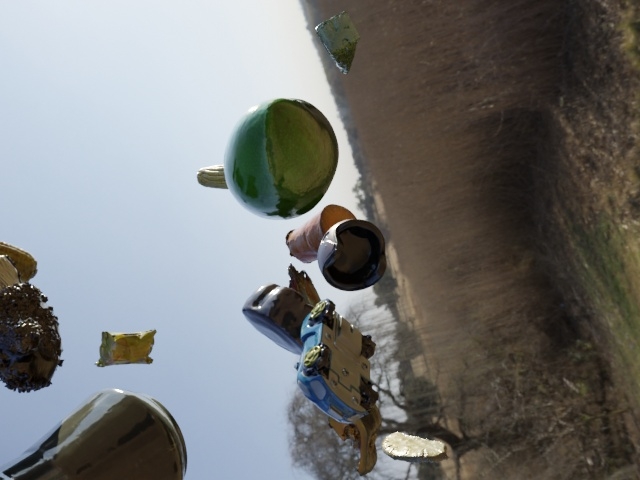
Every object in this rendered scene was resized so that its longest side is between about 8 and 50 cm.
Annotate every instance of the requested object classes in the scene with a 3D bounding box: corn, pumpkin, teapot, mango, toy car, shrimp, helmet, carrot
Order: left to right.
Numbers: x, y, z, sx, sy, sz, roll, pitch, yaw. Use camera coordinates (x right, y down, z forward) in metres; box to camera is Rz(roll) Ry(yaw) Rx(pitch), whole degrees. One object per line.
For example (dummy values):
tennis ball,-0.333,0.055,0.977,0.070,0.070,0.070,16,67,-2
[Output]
corn,-0.938,0.030,1.270,0.363,0.121,0.120,36,-146,-47
teapot,-0.483,0.503,0.919,0.306,0.375,0.362,32,-160,21
corn,-0.257,-0.168,1.260,0.067,0.206,0.067,-6,-82,-46
mango,-0.069,-0.148,0.842,0.201,0.225,0.382,41,178,2
shrimp,-0.067,0.218,1.657,0.062,0.154,0.294,154,99,-71
carrot,0.000,0.000,1.695,0.196,0.254,0.195,19,-121,-34
toy car,0.021,0.295,1.131,0.198,0.166,0.314,41,-154,-19
helmet,0.089,0.041,1.397,0.215,0.189,0.193,-65,15,-1
pumpkin,0.133,0.769,1.910,0.139,0.190,0.280,-7,-76,-60

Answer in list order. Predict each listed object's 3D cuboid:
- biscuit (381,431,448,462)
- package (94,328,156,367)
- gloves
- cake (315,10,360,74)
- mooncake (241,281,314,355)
biscuit,0.276,0.660,1.516,0.290,0.141,0.038,-18,80,58
package,-0.765,0.428,1.892,0.090,0.227,0.168,37,117,53
gloves,-0.660,0.177,1.023,0.312,0.135,0.210,54,174,-7
cake,0.068,-0.567,1.392,0.100,0.099,0.235,62,-168,3
mooncake,-0.108,0.231,1.394,0.133,0.245,0.244,-51,-42,-28
